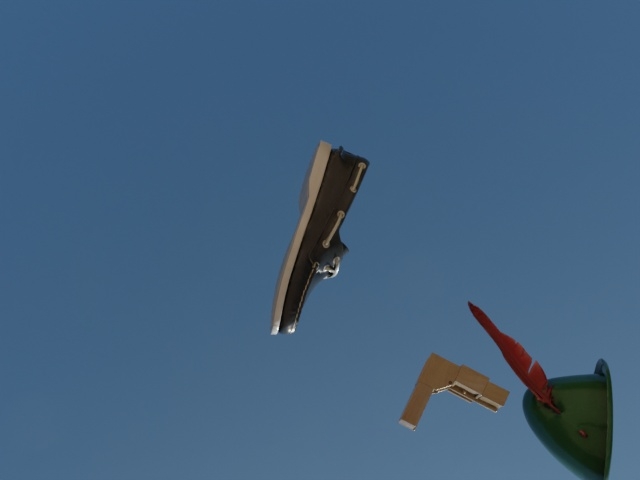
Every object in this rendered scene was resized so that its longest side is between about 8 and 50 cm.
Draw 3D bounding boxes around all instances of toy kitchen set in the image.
[{"bbox_3d":[0.130,0.167,0.772,0.083,0.068,0.075,26,-108,9],"label":"toy kitchen set"}]

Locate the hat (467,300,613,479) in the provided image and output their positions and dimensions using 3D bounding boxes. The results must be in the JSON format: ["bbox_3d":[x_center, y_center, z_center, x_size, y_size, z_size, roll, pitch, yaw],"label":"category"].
[{"bbox_3d":[0.271,0.223,1.009,0.183,0.173,0.208,6,-134,11],"label":"hat"}]

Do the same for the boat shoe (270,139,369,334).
[{"bbox_3d":[0.000,0.000,1.131,0.091,0.114,0.302,17,-102,-6],"label":"boat shoe"}]
